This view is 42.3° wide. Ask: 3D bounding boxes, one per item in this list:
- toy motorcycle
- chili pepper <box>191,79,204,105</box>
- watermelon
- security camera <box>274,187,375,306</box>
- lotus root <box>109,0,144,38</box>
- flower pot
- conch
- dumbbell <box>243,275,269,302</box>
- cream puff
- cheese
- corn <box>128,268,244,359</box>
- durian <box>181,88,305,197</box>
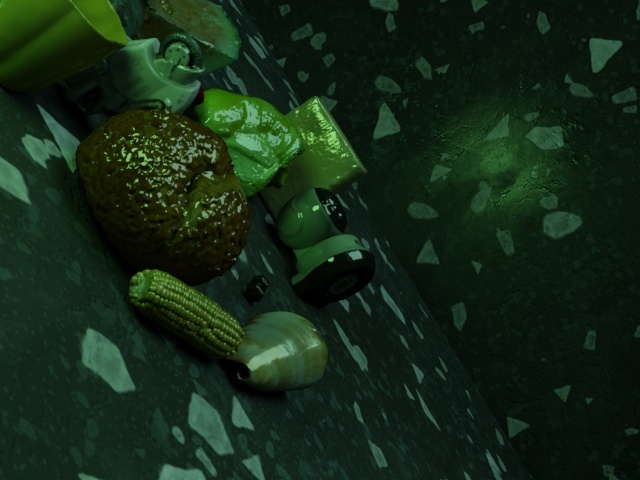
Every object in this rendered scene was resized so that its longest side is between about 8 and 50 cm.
[{"bbox_3d":[-0.304,-0.254,1.384,0.110,0.260,0.171,-65,144,-58],"label":"toy motorcycle"},{"bbox_3d":[-0.333,-0.301,1.612,0.110,0.110,0.387,59,25,9],"label":"chili pepper"},{"bbox_3d":[-0.372,-0.544,2.134,0.302,0.151,0.264,20,36,-38],"label":"watermelon"},{"bbox_3d":[0.000,0.000,2.044,0.277,0.191,0.197,62,14,26],"label":"security camera"},{"bbox_3d":[-0.428,-0.442,1.610,0.158,0.140,0.322,52,15,-23],"label":"lotus root"},{"bbox_3d":[-0.419,-0.322,1.235,0.195,0.179,0.195,55,11,-16],"label":"flower pot"},{"bbox_3d":[-0.066,0.191,1.438,0.158,0.127,0.255,59,13,7],"label":"conch"},{"bbox_3d":[-0.128,0.097,1.655,0.083,0.040,0.036,-67,153,-75],"label":"dumbbell"},{"bbox_3d":[-0.226,-0.076,1.294,0.303,0.212,0.303,58,9,-15],"label":"cream puff"},{"bbox_3d":[-0.052,-0.210,2.185,0.243,0.265,0.124,59,10,10],"label":"cheese"},{"bbox_3d":[-0.196,0.113,1.245,0.238,0.080,0.080,46,16,-48],"label":"corn"},{"bbox_3d":[-0.177,-0.227,1.908,0.340,0.204,0.256,50,25,-25],"label":"durian"}]
